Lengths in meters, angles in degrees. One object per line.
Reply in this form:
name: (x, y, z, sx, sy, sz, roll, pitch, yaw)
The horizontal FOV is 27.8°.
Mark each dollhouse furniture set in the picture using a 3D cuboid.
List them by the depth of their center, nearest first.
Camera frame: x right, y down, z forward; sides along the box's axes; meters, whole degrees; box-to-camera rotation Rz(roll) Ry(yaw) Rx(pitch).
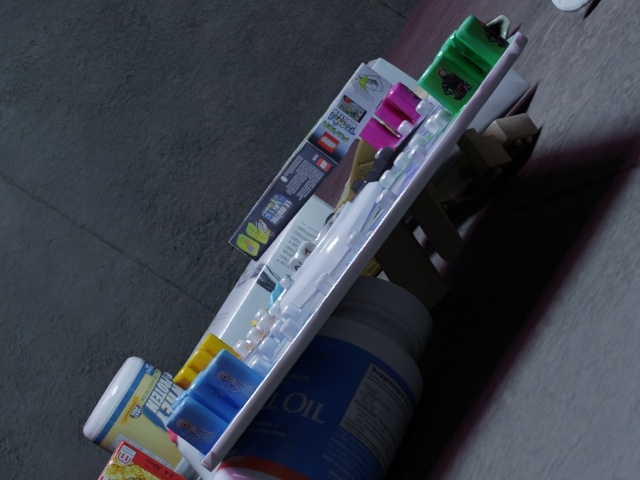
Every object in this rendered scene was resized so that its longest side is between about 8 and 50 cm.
dollhouse furniture set: (0.150, -0.024, 1.274, 0.151, 0.123, 0.144, -16, -24, -40)

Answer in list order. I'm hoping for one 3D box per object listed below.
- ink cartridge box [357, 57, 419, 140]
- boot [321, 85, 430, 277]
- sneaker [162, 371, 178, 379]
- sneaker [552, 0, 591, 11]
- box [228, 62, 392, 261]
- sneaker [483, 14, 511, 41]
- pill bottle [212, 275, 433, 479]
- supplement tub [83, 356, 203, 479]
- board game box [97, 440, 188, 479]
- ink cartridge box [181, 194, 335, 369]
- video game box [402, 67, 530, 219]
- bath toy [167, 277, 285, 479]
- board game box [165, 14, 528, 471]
ink cartridge box: (0.106, -0.210, 2.100, 0.128, 0.127, 0.176, -57, 5, 3)
boot: (0.094, -0.078, 1.681, 0.203, 0.095, 0.262, -48, -20, -49)
sneaker: (-0.214, 0.240, 2.189, 0.235, 0.153, 0.094, -56, 8, 9)
sneaker: (0.313, -0.314, 1.426, 0.158, 0.061, 0.065, -56, -21, 2)
box: (-0.012, -0.070, 1.222, 0.114, 0.036, 0.207, -56, 5, -35)
sneaker: (0.210, -0.246, 1.754, 0.071, 0.066, 0.188, -50, 10, 44)
pill bottle: (0.010, 0.141, 1.063, 0.221, 0.124, 0.124, -61, 7, -33)
supplement tub: (-0.238, 0.281, 1.942, 0.144, 0.200, 0.144, -56, 7, 10)
board game box: (-0.271, 0.404, 1.829, 0.193, 0.147, 0.045, -60, 6, -20)
ink cartridge box: (-0.065, 0.103, 1.823, 0.307, 0.129, 0.223, -58, 6, -11)
video game box: (0.126, -0.088, 1.439, 0.205, 0.048, 0.187, -41, -10, -40)
bath toy: (-0.079, 0.182, 1.548, 0.348, 0.129, 0.151, -52, 8, 45)
board game box: (0.000, 0.000, 1.109, 0.390, 0.050, 0.390, -54, 4, -5)
